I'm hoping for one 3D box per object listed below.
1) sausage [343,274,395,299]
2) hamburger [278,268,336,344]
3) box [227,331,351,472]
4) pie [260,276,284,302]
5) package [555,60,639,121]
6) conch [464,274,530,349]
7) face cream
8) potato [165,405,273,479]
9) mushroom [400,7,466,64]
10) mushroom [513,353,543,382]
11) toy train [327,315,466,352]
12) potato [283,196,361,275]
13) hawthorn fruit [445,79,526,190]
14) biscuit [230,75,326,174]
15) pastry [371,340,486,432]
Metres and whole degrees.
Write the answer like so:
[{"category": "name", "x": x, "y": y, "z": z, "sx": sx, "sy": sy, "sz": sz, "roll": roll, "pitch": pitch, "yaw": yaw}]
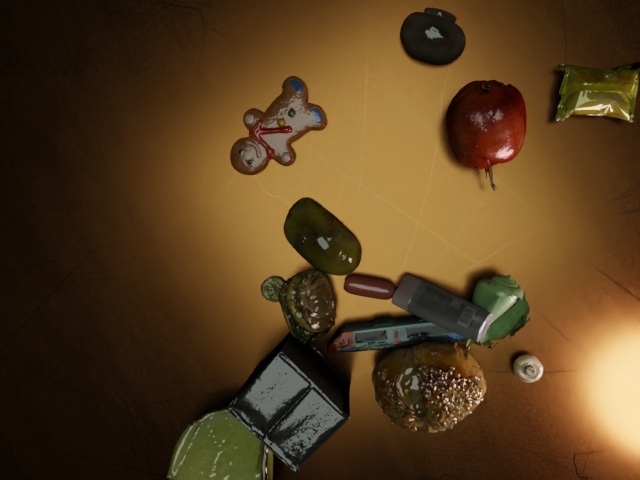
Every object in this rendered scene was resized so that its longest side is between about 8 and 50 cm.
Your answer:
[{"category": "sausage", "x": 0.146, "y": 0.139, "z": 1.502, "sx": 0.154, "sy": 0.062, "sz": 0.062, "roll": 10, "pitch": 97, "yaw": 5}, {"category": "hamburger", "x": -0.040, "y": 0.189, "z": 1.482, "sx": 0.130, "sy": 0.183, "sz": 0.206, "roll": -12, "pitch": 98, "yaw": 41}, {"category": "box", "x": -0.070, "y": 0.427, "z": 1.417, "sx": 0.251, "sy": 0.345, "sz": 0.204, "roll": 44, "pitch": 93, "yaw": 2}, {"category": "pie", "x": -0.144, "y": 0.150, "z": 1.556, "sx": 0.084, "sy": 0.021, "sz": 0.084, "roll": 1, "pitch": 99, "yaw": 9}, {"category": "package", "x": 0.750, "y": -0.404, "z": 1.369, "sx": 0.226, "sy": 0.090, "sz": 0.168, "roll": 4, "pitch": 93, "yaw": 3}, {"category": "conch", "x": 0.504, "y": 0.210, "z": 1.434, "sx": 0.144, "sy": 0.137, "sz": 0.250, "roll": -6, "pitch": 107, "yaw": -16}, {"category": "face cream", "x": 0.338, "y": 0.186, "z": 1.422, "sx": 0.269, "sy": 0.073, "sz": 0.107, "roll": 24, "pitch": 69, "yaw": 31}, {"category": "potato", "x": -0.256, "y": 0.651, "z": 1.548, "sx": 0.330, "sy": 0.213, "sz": 0.280, "roll": 16, "pitch": 79, "yaw": 14}, {"category": "mushroom", "x": 0.316, "y": -0.567, "z": 1.398, "sx": 0.188, "sy": 0.117, "sz": 0.141, "roll": 17, "pitch": 109, "yaw": 0}, {"category": "mushroom", "x": 0.605, "y": 0.374, "z": 1.472, "sx": 0.084, "sy": 0.067, "sz": 0.083, "roll": 1, "pitch": 94, "yaw": 13}, {"category": "toy train", "x": 0.217, "y": 0.270, "z": 1.496, "sx": 0.410, "sy": 0.086, "sz": 0.089, "roll": -7, "pitch": 94, "yaw": 7}, {"category": "potato", "x": 0.000, "y": 0.000, "z": 1.483, "sx": 0.272, "sy": 0.111, "sz": 0.160, "roll": 43, "pitch": 96, "yaw": 0}, {"category": "hawthorn fruit", "x": 0.450, "y": -0.281, "z": 1.365, "sx": 0.211, "sy": 0.211, "sz": 0.299, "roll": -8, "pitch": 105, "yaw": 7}, {"category": "biscuit", "x": -0.139, "y": -0.319, "z": 1.499, "sx": 0.324, "sy": 0.049, "sz": 0.205, "roll": -37, "pitch": 91, "yaw": 10}, {"category": "pastry", "x": 0.305, "y": 0.425, "z": 1.416, "sx": 0.316, "sy": 0.184, "sz": 0.284, "roll": -12, "pitch": 118, "yaw": 14}]
